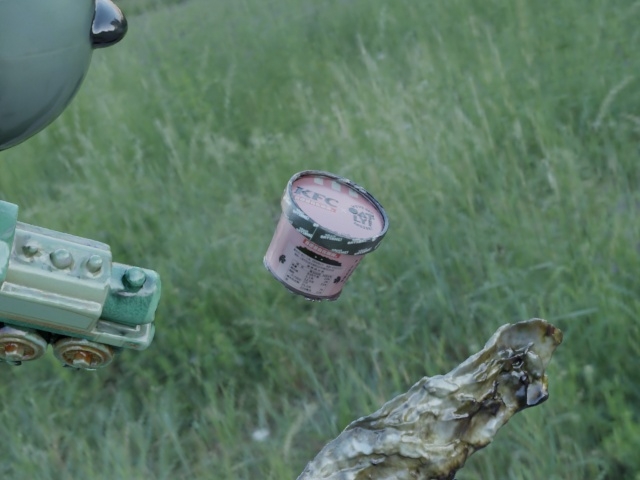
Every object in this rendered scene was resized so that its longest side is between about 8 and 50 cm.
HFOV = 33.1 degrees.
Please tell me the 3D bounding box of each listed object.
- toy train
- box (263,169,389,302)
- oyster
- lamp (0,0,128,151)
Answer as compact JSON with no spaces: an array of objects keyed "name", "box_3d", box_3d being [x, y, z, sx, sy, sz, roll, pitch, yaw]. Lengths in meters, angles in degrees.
[{"name":"toy train","box_3d":[-0.202,0.034,0.761,0.125,0.194,0.080,134,144,-51]},{"name":"box","box_3d":[0.000,0.000,1.498,0.151,0.135,0.151,20,31,-12]},{"name":"oyster","box_3d":[0.086,0.221,1.133,0.396,0.111,0.204,-34,-8,-13]},{"name":"lamp","box_3d":[-0.248,-0.127,0.635,0.198,0.197,0.244,0,23,32]}]
